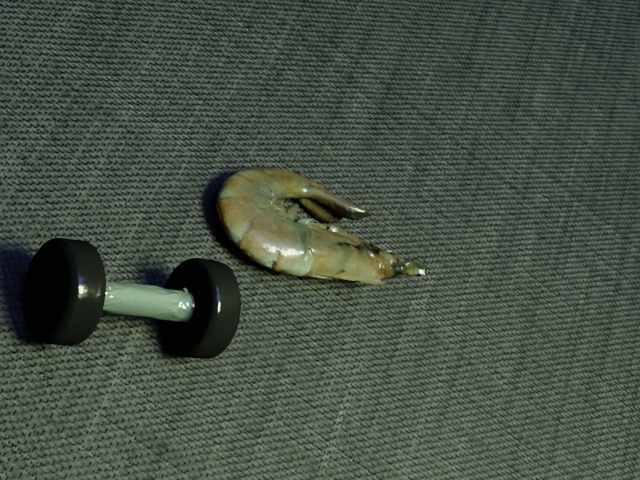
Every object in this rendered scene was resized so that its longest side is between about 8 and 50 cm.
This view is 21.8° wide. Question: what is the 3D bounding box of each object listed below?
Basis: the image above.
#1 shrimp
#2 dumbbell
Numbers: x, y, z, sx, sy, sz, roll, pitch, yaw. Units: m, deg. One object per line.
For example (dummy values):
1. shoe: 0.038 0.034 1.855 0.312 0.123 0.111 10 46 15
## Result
1. shrimp: -0.006 -0.013 1.812 0.254 0.059 0.145 8 46 -33
2. dumbbell: -0.176 0.057 1.569 0.191 0.100 0.100 8 56 -38
